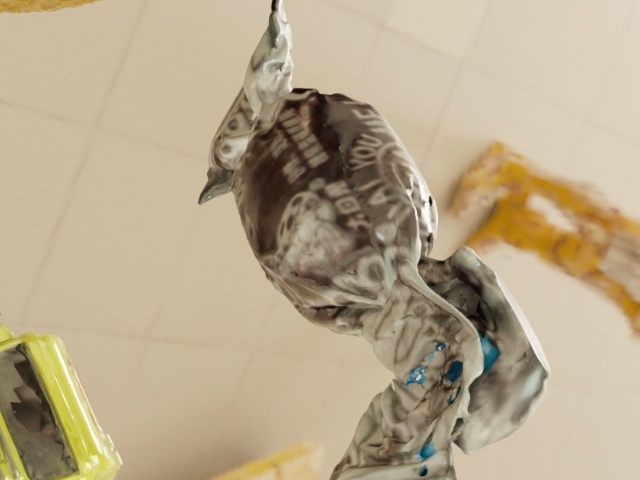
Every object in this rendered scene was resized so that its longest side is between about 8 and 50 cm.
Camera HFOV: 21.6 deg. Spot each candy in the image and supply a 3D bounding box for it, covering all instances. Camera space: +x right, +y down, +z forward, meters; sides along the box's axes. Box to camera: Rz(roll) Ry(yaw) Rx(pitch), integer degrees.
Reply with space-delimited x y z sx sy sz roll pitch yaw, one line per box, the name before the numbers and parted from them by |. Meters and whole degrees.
candy | 0.000 0.000 0.519 0.051 0.226 0.094 33 112 -34

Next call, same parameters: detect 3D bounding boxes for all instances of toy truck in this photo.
toy truck | -0.198 0.144 1.029 0.157 0.124 0.272 -21 164 -21

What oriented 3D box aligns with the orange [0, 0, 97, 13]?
orange | -0.113 -0.211 0.562 0.274 0.274 0.274 -35 137 -40
